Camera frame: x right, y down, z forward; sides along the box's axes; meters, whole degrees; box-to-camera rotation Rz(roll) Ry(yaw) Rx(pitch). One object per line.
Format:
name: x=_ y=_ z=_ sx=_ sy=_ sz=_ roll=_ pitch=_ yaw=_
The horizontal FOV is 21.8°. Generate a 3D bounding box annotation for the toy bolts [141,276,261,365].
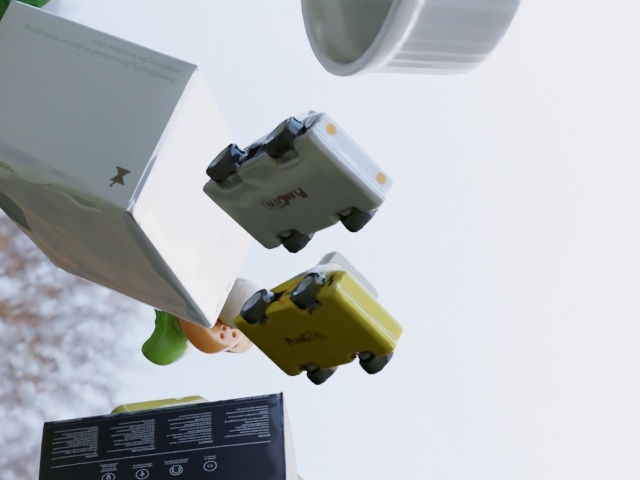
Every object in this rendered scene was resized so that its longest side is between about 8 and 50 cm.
toy bolts: x=-0.106 y=0.026 z=1.991 sx=0.158 sy=0.218 sz=0.228 roll=-16 pitch=-105 yaw=34

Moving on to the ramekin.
ramekin: x=0.091 y=-0.283 z=1.548 sx=0.277 sy=0.135 sz=0.277 roll=-175 pitch=-90 yaw=-69

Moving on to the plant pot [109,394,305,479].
plant pot: x=-0.170 y=0.293 z=1.879 sx=0.212 sy=0.212 sz=0.187 roll=-50 pitch=-119 yaw=28

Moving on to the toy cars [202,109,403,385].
toy cars: x=0.000 y=0.000 z=1.402 sx=0.176 sy=0.087 sz=0.393 roll=24 pitch=-29 yaw=20

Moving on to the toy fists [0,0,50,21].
toy fists: x=-0.402 y=-0.280 z=1.803 sx=0.096 sy=0.279 sz=0.142 roll=13 pitch=-44 yaw=60

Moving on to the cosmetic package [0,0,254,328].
cosmetic package: x=-0.191 y=-0.058 z=1.575 sx=0.197 sy=0.155 sz=0.365 roll=21 pitch=-15 yaw=13

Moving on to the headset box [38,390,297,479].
headset box: x=-0.140 y=0.300 z=1.580 sx=0.283 sy=0.246 sz=0.131 roll=-97 pitch=178 yaw=-50
